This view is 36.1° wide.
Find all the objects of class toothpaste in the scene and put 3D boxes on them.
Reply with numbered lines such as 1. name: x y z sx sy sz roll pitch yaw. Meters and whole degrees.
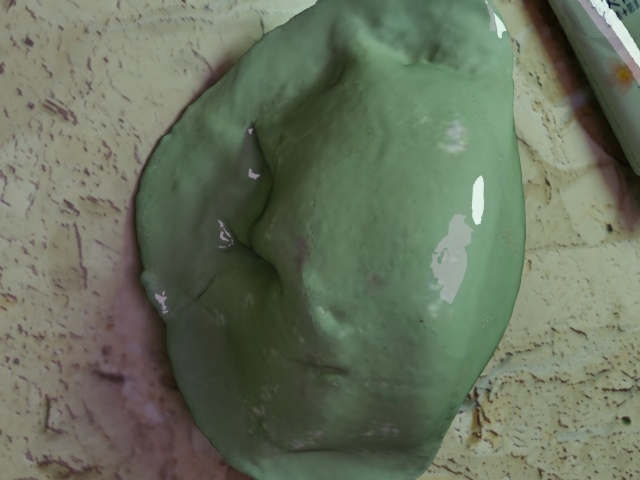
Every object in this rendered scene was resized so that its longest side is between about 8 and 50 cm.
1. toothpaste: 0.251 -0.169 0.839 0.100 0.066 0.323 -34 101 -21

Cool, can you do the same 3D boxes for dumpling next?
1. dumpling: 0.026 0.012 0.693 0.212 0.270 0.320 39 53 -43
